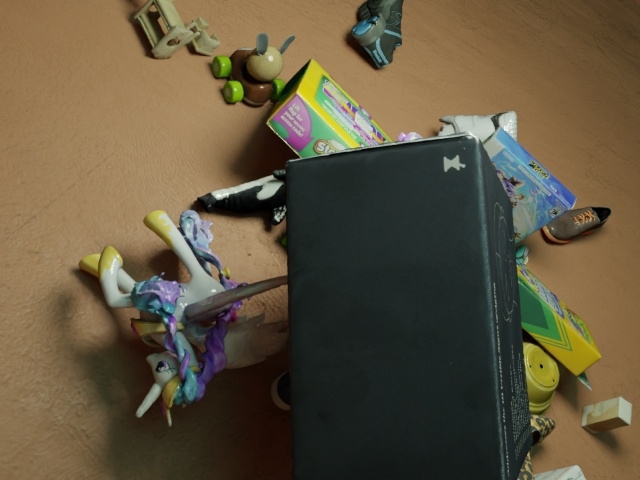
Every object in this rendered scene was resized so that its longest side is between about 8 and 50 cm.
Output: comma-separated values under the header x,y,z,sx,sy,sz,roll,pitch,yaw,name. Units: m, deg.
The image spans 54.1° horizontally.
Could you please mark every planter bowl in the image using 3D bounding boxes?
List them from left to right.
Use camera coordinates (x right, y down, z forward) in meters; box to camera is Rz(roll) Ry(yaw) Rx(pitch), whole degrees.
x,y,z,sx,sy,sz,roll,pitch,yaw,name
0.503,0.314,1.505,0.217,0.090,0.217,15,56,-24,planter bowl

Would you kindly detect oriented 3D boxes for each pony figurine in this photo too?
x,y,z,sx,sy,sz,roll,pitch,yaw,name
-0.210,0.113,1.106,0.351,0.303,0.363,-19,59,-30,pony figurine

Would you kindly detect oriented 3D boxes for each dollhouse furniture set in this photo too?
x,y,z,sx,sy,sz,roll,pitch,yaw,name
-0.356,-0.526,1.502,0.161,0.101,0.182,-2,61,-59,dollhouse furniture set

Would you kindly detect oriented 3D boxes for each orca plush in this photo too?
x,y,z,sx,sy,sz,roll,pitch,yaw,name
-0.111,-0.083,1.344,0.287,0.151,0.102,-15,84,-33,orca plush

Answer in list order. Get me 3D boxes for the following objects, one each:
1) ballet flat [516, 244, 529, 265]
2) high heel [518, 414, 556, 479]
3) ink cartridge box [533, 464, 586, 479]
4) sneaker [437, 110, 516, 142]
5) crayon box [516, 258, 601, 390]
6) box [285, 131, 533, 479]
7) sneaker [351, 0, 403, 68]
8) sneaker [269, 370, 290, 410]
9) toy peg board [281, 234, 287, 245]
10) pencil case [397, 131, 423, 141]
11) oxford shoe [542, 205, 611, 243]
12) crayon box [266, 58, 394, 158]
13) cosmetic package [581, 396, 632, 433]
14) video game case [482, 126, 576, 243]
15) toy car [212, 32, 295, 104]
x,y,z,sx,sy,sz,roll,pitch,yaw,name
0.548,0.059,1.715,0.041,0.041,0.114,41,51,-4,ballet flat
0.453,0.468,1.326,0.261,0.093,0.186,-13,28,-26,high heel
0.474,0.536,1.318,0.109,0.150,0.063,-18,74,-37,ink cartridge box
0.449,-0.299,1.786,0.366,0.210,0.137,-24,113,-72,sneaker
0.572,0.198,1.565,0.323,0.083,0.203,43,20,-3,crayon box
0.169,0.133,1.034,0.472,0.297,0.479,23,64,-68,box
0.185,-0.642,1.877,0.139,0.125,0.341,54,41,-30,sneaker
0.052,0.251,1.229,0.282,0.153,0.099,-13,71,-36,sneaker
0.000,0.000,1.409,0.161,0.079,0.160,47,34,0,toy peg board
0.287,-0.200,1.643,0.206,0.086,0.088,45,16,28,pencil case
0.765,-0.062,1.874,0.271,0.098,0.097,-15,72,-36,oxford shoe
0.060,-0.217,1.425,0.363,0.106,0.313,43,25,-16,crayon box
0.701,0.430,1.539,0.041,0.115,0.060,34,51,-9,cosmetic package
0.479,-0.126,1.646,0.269,0.244,0.061,42,51,-3,video game case
-0.142,-0.429,1.486,0.155,0.188,0.149,-14,71,-36,toy car
